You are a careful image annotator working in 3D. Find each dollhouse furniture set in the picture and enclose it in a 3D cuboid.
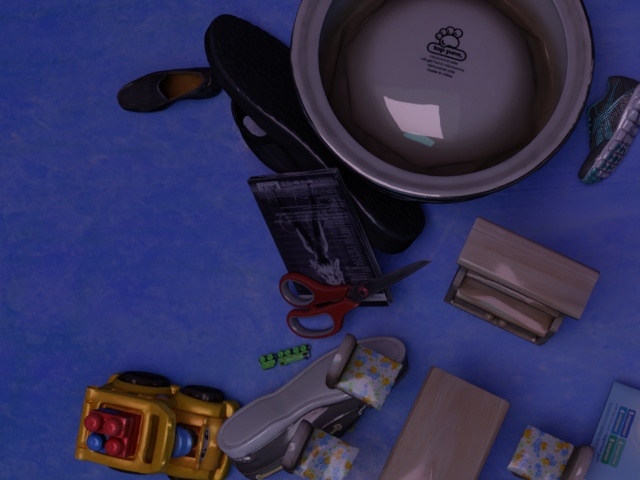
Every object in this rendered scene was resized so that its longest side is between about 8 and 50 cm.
[{"bbox_3d":[0.191,0.204,1.772,0.362,0.256,0.394,25,78,6],"label":"dollhouse furniture set"}]

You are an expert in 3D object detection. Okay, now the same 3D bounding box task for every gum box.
[{"bbox_3d":[0.460,0.295,1.831,0.184,0.041,0.157,19,62,15],"label":"gum box"}]

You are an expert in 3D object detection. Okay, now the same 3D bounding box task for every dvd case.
[{"bbox_3d":[0.000,0.000,1.926,0.164,0.018,0.221,-3,119,41],"label":"dvd case"}]

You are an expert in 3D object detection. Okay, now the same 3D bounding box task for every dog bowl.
[{"bbox_3d":[0.163,-0.233,1.864,0.407,0.150,0.408,0,76,2],"label":"dog bowl"}]

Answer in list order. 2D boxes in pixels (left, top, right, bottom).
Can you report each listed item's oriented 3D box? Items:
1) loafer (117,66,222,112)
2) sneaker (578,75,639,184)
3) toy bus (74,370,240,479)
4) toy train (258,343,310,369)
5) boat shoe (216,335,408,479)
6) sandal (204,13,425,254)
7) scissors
[{"bbox_3d":[-0.238,-0.235,2.064,0.170,0.061,0.062,-13,86,15],"label":"loafer"},{"bbox_3d":[0.402,-0.158,1.898,0.076,0.065,0.166,33,93,30],"label":"sneaker"},{"bbox_3d":[-0.250,0.280,1.973,0.220,0.211,0.150,11,89,14],"label":"toy bus"},{"bbox_3d":[-0.053,0.175,2.023,0.083,0.017,0.024,-16,94,14],"label":"toy train"},{"bbox_3d":[0.000,0.245,1.968,0.305,0.109,0.091,-30,121,0],"label":"boat shoe"},{"bbox_3d":[-0.035,-0.142,1.965,0.446,0.167,0.107,51,126,10],"label":"sandal"},{"bbox_3d":[0.056,0.084,1.921,0.297,0.021,0.109,-9,108,40],"label":"scissors"}]
